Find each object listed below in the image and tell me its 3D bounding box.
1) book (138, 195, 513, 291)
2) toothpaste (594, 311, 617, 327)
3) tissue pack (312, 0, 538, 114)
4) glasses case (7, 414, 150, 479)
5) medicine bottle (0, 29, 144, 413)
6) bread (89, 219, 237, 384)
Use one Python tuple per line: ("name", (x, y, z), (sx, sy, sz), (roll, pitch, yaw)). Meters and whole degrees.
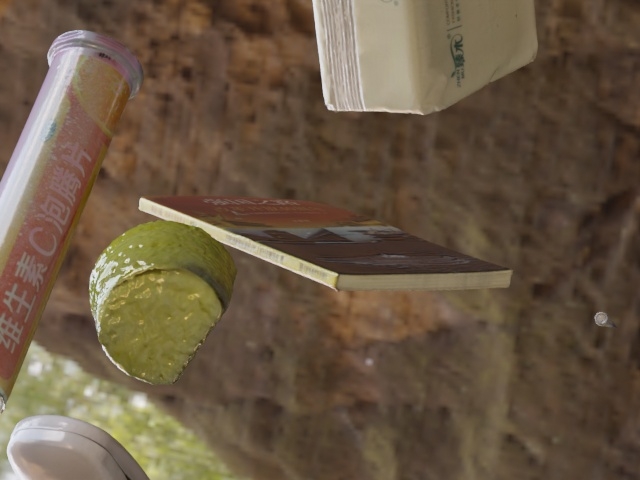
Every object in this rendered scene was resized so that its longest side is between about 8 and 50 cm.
("book", (0.000, 0.000, 1.818), (0.262, 0.374, 0.028), (-1, -75, -40))
("toothpaste", (0.317, 0.090, 1.767), (0.015, 0.024, 0.083), (-63, -18, 1))
("tissue pack", (0.134, -0.382, 2.121), (0.297, 0.207, 0.380), (-30, -61, -45))
("glasses case", (-0.177, 0.216, 1.282), (0.233, 0.092, 0.059), (68, -150, -48))
("medicine bottle", (-0.294, -0.023, 1.632), (0.108, 0.108, 0.426), (62, -145, -49))
("bread", (-0.136, 0.050, 1.321), (0.129, 0.111, 0.114), (-60, 15, 10))
